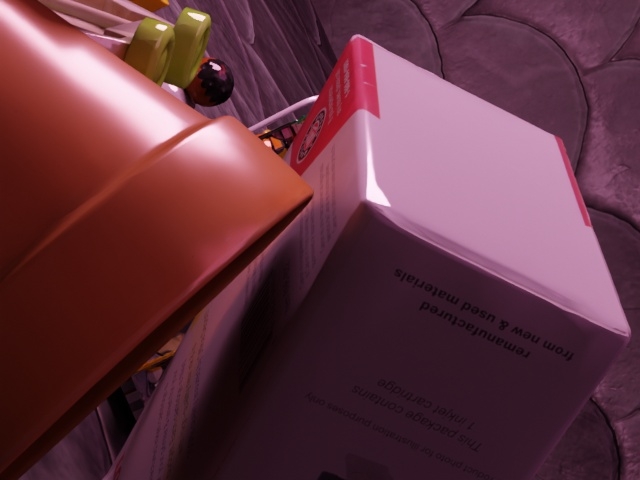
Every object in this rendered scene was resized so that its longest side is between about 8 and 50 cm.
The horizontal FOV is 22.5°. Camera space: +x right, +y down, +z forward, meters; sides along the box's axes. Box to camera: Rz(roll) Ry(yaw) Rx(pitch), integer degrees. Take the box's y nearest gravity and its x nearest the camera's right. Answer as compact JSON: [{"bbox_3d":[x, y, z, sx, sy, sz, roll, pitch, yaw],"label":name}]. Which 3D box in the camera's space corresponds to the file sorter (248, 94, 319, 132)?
[{"bbox_3d":[0.000,0.000,1.866,0.277,0.173,0.193,67,12,15],"label":"file sorter"}]

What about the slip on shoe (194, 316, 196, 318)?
[{"bbox_3d":[-0.137,0.056,1.415,0.135,0.051,0.041,50,18,-26],"label":"slip on shoe"}]

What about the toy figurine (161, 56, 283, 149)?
[{"bbox_3d":[-0.101,-0.059,1.583,0.213,0.148,0.209,53,16,-45],"label":"toy figurine"}]

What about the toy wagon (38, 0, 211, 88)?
[{"bbox_3d":[-0.224,-0.151,1.039,0.267,0.068,0.344,19,13,3],"label":"toy wagon"}]

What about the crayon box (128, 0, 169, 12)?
[{"bbox_3d":[-0.302,-0.402,1.536,0.363,0.106,0.313,67,11,15],"label":"crayon box"}]

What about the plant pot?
[{"bbox_3d":[-0.175,0.001,0.818,0.203,0.291,0.291,48,11,0],"label":"plant pot"}]

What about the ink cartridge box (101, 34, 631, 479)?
[{"bbox_3d":[-0.001,0.110,0.968,0.160,0.384,0.279,26,23,-12],"label":"ink cartridge box"}]

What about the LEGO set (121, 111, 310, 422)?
[{"bbox_3d":[-0.055,0.039,1.209,0.192,0.331,0.255,66,-13,2],"label":"LEGO set"}]
